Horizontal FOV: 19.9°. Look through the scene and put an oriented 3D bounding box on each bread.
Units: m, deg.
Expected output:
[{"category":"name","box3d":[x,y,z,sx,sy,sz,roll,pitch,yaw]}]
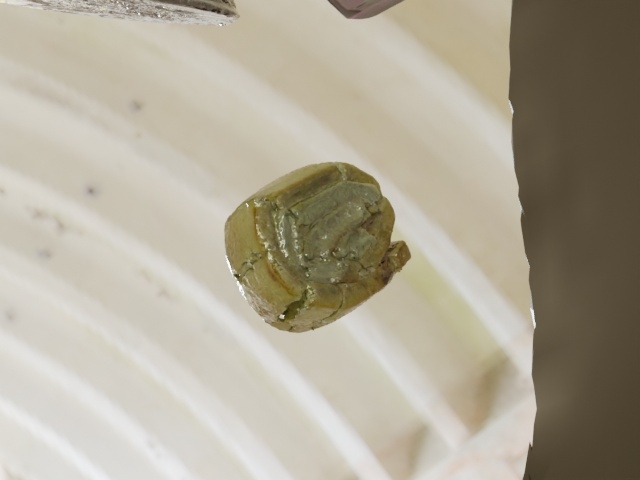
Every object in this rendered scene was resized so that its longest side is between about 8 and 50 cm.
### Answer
[{"category":"bread","box3d":[0.000,0.000,1.409,0.156,0.117,0.064,-37,6,-41]}]

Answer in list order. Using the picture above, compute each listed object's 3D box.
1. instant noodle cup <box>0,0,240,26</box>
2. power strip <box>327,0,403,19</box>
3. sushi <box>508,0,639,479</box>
[{"category":"instant noodle cup","box3d":[-0.152,-0.266,1.291,0.218,0.207,0.217,7,1,0]},{"category":"power strip","box3d":[0.087,-0.161,0.559,0.279,0.037,0.109,-27,-37,21]},{"category":"sushi","box3d":[0.162,0.003,0.364,0.215,0.227,0.212,-40,-48,19]}]
